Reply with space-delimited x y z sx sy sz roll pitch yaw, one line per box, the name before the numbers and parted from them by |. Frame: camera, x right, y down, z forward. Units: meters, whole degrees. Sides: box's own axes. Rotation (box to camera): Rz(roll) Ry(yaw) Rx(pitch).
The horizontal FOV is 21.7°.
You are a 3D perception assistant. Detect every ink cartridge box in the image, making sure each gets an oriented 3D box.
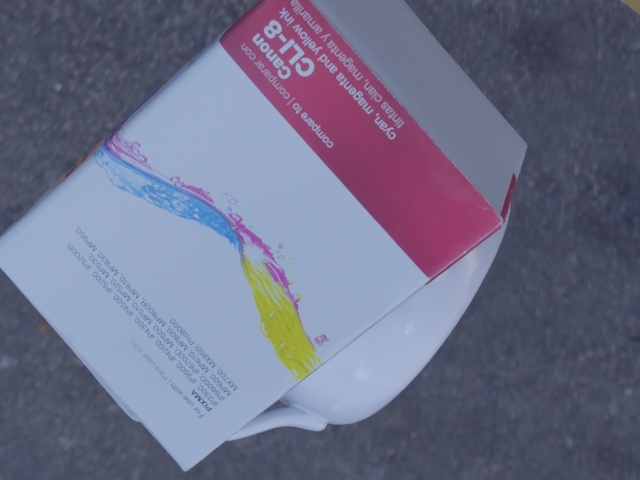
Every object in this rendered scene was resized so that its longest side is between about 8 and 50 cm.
ink cartridge box | -0.023 -0.018 0.702 0.176 0.128 0.127 -40 97 19

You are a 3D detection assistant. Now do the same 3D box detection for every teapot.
teapot | 0.000 0.000 1.211 0.187 0.256 0.252 34 118 -11

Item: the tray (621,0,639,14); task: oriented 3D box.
tray | 0.280 -0.149 0.856 0.411 0.203 0.076 34 151 -16
